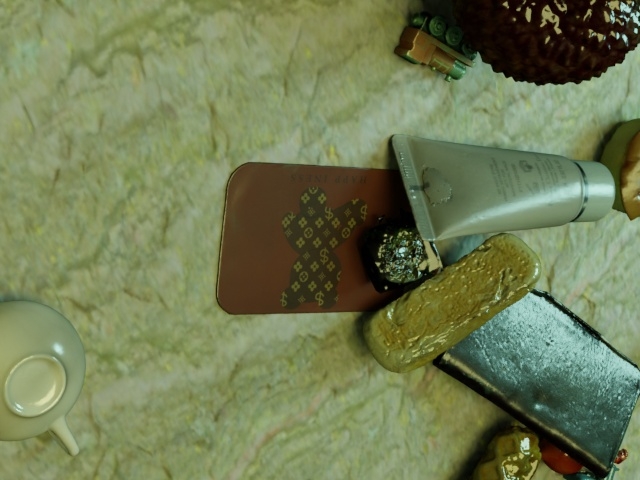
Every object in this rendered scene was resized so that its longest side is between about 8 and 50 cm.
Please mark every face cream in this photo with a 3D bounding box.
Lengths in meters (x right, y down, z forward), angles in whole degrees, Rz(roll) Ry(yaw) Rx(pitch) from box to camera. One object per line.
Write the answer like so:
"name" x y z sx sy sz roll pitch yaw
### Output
"face cream" 0.233 -0.065 1.575 0.314 0.089 0.143 1 65 -34

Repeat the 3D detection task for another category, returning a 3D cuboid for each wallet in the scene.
"wallet" 0.298 0.169 1.678 0.318 0.045 0.172 34 73 -23

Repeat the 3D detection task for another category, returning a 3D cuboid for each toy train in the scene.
"toy train" 0.143 -0.230 1.508 0.103 0.044 0.064 23 93 -33

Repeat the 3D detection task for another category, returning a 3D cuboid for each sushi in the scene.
"sushi" 0.092 0.009 1.525 0.083 0.056 0.085 -26 116 -18

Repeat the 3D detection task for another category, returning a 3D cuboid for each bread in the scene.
"bread" 0.183 0.407 1.674 0.084 0.077 0.368 36 81 -33
"bread" 0.443 -0.106 1.707 0.156 0.086 0.125 -18 110 -29

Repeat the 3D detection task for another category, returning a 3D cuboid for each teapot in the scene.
"teapot" -0.303 0.142 1.287 0.145 0.092 0.226 -36 122 -20

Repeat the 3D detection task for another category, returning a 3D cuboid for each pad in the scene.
"pad" 0.000 0.000 1.496 0.267 0.004 0.181 0 101 -33

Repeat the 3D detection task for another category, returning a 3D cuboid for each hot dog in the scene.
"hot dog" 0.163 0.082 1.565 0.242 0.084 0.073 -33 156 -12

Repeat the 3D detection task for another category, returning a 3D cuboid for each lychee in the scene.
"lychee" 0.263 -0.285 1.441 0.235 0.271 0.236 0 90 10

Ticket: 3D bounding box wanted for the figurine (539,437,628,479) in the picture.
"figurine" 0.358 0.302 1.770 0.140 0.068 0.075 22 90 -29
